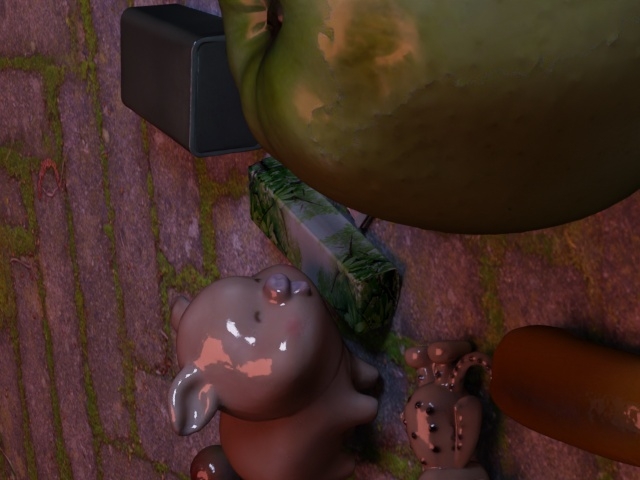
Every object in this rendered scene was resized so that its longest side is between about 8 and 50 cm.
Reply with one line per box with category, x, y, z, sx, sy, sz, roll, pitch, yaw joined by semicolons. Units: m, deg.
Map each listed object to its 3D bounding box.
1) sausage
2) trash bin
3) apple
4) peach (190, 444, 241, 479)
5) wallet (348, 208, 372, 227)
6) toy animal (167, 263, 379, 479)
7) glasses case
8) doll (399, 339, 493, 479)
sausage;0.296;0.161;1.470;0.328;0.112;0.112;15;113;52
trash bin;-0.179;-0.231;2.063;0.240;0.122;0.164;33;126;51
apple;0.131;-0.225;1.313;0.473;0.473;0.474;25;120;52
peach;-0.159;0.350;2.262;0.083;0.083;0.083;25;120;52
wallet;0.065;-0.111;1.812;0.103;0.020;0.196;61;144;24
toy animal;-0.061;0.177;1.872;0.237;0.269;0.326;-97;16;-53
glasses case;0.000;0.000;1.911;0.272;0.062;0.095;47;149;40
doll;0.153;0.253;1.724;0.154;0.119;0.278;-4;87;56
